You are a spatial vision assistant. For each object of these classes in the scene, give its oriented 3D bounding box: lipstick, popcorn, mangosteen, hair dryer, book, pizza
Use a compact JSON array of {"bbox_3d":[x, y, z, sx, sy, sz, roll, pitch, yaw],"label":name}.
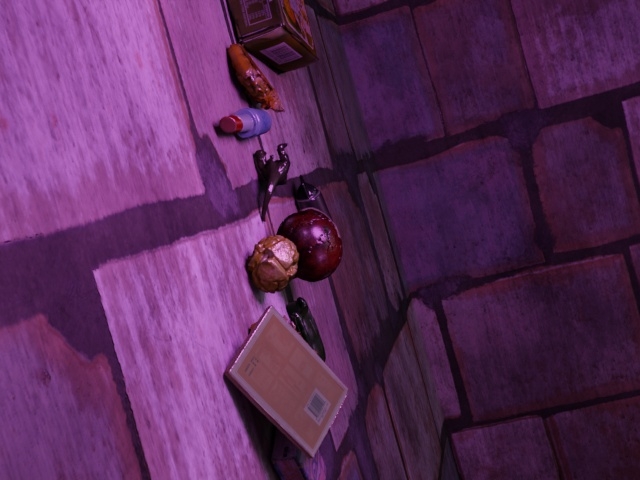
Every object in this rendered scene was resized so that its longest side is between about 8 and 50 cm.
[{"bbox_3d":[-0.168,-0.260,1.838,0.274,0.061,0.068,-42,119,-76],"label":"lipstick"},{"bbox_3d":[-0.103,0.047,1.720,0.106,0.120,0.116,21,16,-29],"label":"popcorn"},{"bbox_3d":[-0.043,0.020,1.865,0.166,0.180,0.166,58,-16,28],"label":"mangosteen"},{"bbox_3d":[-0.024,-0.119,2.322,0.248,0.078,0.195,-99,169,-65],"label":"hair dryer"},{"bbox_3d":[-0.056,0.261,1.529,0.241,0.018,0.170,49,48,-19],"label":"book"},{"bbox_3d":[-0.164,-0.386,2.002,0.147,0.069,0.226,57,4,16],"label":"pizza"}]

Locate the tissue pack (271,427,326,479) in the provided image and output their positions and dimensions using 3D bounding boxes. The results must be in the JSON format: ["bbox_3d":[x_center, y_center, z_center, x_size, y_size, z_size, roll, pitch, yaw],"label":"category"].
[{"bbox_3d":[-0.042,0.436,1.618,0.115,0.065,0.155,-79,153,-58],"label":"tissue pack"}]

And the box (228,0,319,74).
[{"bbox_3d":[-0.151,-0.692,2.218,0.373,0.138,0.420,6,71,-76],"label":"box"}]

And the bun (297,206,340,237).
[{"bbox_3d":[0.000,0.000,2.138,0.183,0.102,0.183,36,49,-56],"label":"bun"}]

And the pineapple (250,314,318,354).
[{"bbox_3d":[-0.074,0.262,1.625,0.236,0.115,0.186,60,18,-18],"label":"pineapple"}]

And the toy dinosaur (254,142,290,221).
[{"bbox_3d":[-0.094,-0.133,1.963,0.187,0.087,0.178,12,63,-74],"label":"toy dinosaur"}]

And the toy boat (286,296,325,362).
[{"bbox_3d":[-0.026,0.232,1.935,0.104,0.052,0.210,-80,154,-66],"label":"toy boat"}]
